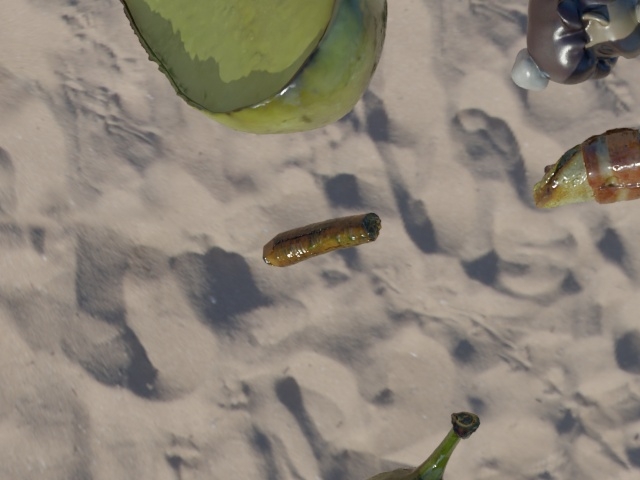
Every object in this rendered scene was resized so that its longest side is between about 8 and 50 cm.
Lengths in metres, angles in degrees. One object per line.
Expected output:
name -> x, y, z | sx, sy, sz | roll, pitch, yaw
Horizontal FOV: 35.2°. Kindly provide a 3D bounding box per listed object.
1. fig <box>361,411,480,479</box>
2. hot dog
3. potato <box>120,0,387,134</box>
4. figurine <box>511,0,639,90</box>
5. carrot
fig -> 0.080, 0.263, 1.026 | 0.151, 0.151, 0.259 | 9, 109, -23
hot dog -> 0.442, -0.115, 1.497 | 0.123, 0.261, 0.093 | 58, 32, -48
potato -> -0.033, -0.164, 0.674 | 0.160, 0.272, 0.111 | -48, 136, 13
figurine -> 0.501, -0.337, 1.601 | 0.218, 0.364, 0.206 | -44, 136, -37
carrot -> 0.000, 0.000, 1.909 | 0.070, 0.260, 0.070 | 23, 61, -49
